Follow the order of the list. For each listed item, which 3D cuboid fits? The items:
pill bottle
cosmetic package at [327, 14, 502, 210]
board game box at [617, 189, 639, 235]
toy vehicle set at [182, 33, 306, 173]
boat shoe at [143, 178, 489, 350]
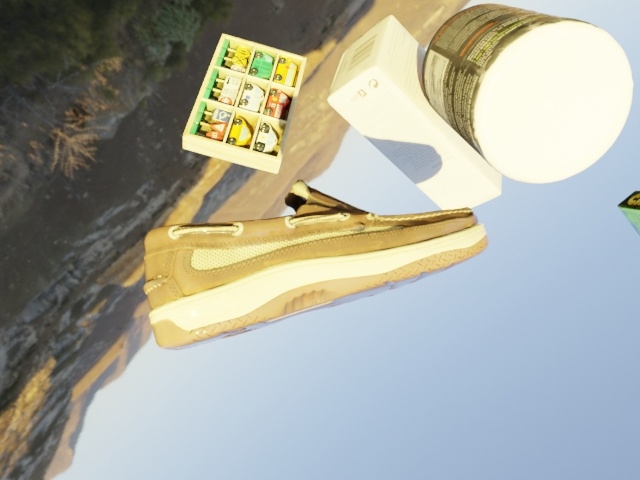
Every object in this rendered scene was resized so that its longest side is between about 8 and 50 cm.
[{"bbox_3d":[0.173,-0.155,0.563,0.130,0.130,0.246,-43,-158,16],"label":"pill bottle"},{"bbox_3d":[0.125,-0.147,0.722,0.085,0.231,0.117,-26,-146,41],"label":"cosmetic package"},{"bbox_3d":[0.376,0.066,0.510,0.030,0.260,0.136,-40,-171,5],"label":"board game box"},{"bbox_3d":[-0.128,-0.250,1.049,0.035,0.165,0.267,112,-10,-56],"label":"toy vehicle set"},{"bbox_3d":[0.002,-0.002,0.421,0.257,0.095,0.095,-13,170,-23],"label":"boat shoe"}]
